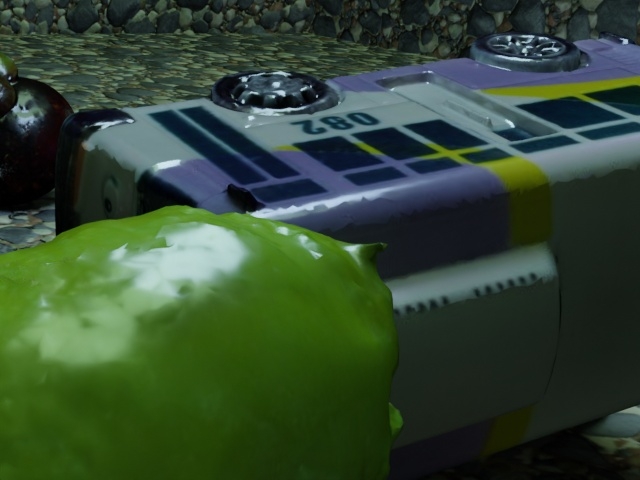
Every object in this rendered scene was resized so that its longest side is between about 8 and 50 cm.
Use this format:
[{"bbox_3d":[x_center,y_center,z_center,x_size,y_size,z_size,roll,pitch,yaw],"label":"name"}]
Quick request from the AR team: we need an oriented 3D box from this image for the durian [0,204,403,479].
[{"bbox_3d":[-0.110,0.118,0.538,0.256,0.339,0.204,31,-3,-43],"label":"durian"}]

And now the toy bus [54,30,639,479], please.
[{"bbox_3d":[0.077,0.011,0.814,0.440,0.209,0.249,-12,28,-28],"label":"toy bus"}]

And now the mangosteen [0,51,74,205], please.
[{"bbox_3d":[-0.374,-0.134,1.529,0.173,0.184,0.172,-10,21,4],"label":"mangosteen"}]
